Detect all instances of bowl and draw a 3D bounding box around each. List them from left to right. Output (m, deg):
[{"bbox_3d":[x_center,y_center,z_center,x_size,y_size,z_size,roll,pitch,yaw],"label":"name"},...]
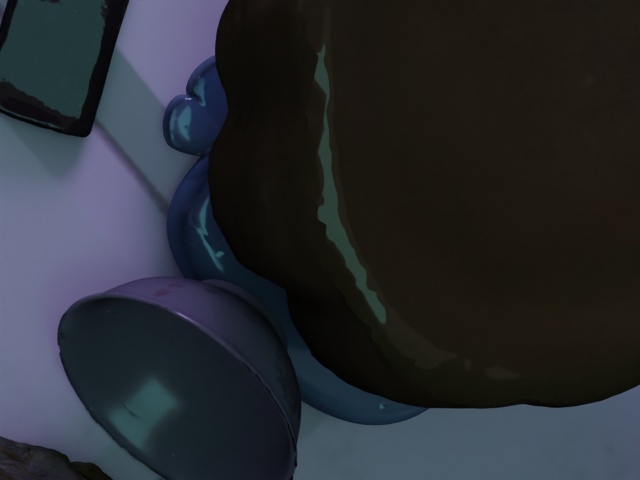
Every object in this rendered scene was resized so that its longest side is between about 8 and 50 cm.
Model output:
[{"bbox_3d":[-0.077,0.083,1.088,0.189,0.189,0.086,50,51,-14],"label":"bowl"}]

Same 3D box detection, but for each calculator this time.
[{"bbox_3d":[0.000,0.000,1.150,0.188,0.042,0.302,-42,107,-9],"label":"calculator"}]

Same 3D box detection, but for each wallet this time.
[{"bbox_3d":[-0.175,-0.154,1.099,0.082,0.018,0.156,15,90,-17],"label":"wallet"}]

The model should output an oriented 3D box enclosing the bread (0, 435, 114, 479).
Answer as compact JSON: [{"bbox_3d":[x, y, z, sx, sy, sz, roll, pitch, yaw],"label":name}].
[{"bbox_3d":[-0.188,0.206,1.011,0.186,0.257,0.124,7,101,-37],"label":"bread"}]

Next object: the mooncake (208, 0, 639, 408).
[{"bbox_3d":[0.106,-0.071,1.064,0.378,0.201,0.378,2,86,-26],"label":"mooncake"}]
